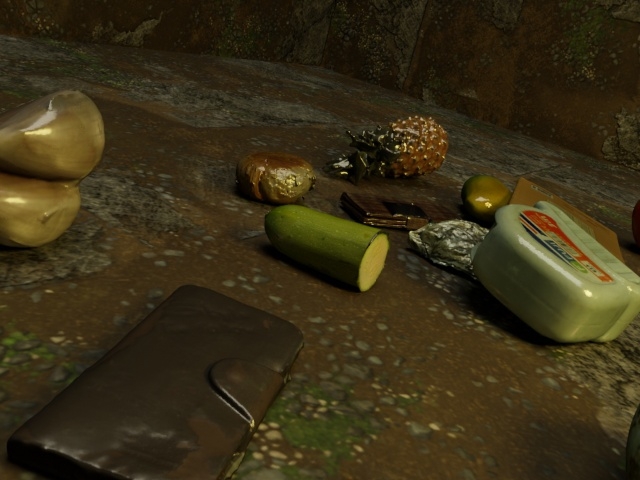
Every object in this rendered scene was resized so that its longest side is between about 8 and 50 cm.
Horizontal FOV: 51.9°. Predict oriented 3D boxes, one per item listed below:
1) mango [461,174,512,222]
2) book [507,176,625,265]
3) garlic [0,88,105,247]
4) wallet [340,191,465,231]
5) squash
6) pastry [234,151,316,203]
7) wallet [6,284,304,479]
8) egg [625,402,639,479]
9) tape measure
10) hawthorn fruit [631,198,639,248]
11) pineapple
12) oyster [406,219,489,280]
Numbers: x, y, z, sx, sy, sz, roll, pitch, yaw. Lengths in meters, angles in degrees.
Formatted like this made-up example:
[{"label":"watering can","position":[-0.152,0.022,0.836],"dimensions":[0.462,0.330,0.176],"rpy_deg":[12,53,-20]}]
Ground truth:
[{"label":"mango","position":[0.375,-0.087,1.472],"dimensions":[0.122,0.085,0.191],"rpy_deg":[30,29,-4]},{"label":"book","position":[0.523,-0.029,1.398],"dimensions":[0.269,0.032,0.389],"rpy_deg":[34,24,10]},{"label":"garlic","position":[-0.392,-0.099,0.790],"dimensions":[0.238,0.210,0.292],"rpy_deg":[12,11,-26]},{"label":"wallet","position":[0.163,-0.054,1.287],"dimensions":[0.230,0.042,0.124],"rpy_deg":[7,19,-25]},{"label":"squash","position":[0.000,0.000,0.966],"dimensions":[0.188,0.095,0.095],"rpy_deg":[21,21,25]},{"label":"pastry","position":[-0.086,-0.118,1.223],"dimensions":[0.153,0.081,0.153],"rpy_deg":[14,24,-6]},{"label":"wallet","position":[-0.123,0.126,0.610],"dimensions":[0.165,0.042,0.309],"rpy_deg":[17,20,9]},{"label":"egg","position":[0.370,0.194,0.595],"dimensions":[0.231,0.169,0.169],"rpy_deg":[-18,36,-33]},{"label":"tape measure","position":[0.345,0.048,0.997],"dimensions":[0.246,0.125,0.243],"rpy_deg":[0,36,-38]},{"label":"hawthorn fruit","position":[0.793,-0.030,1.502],"dimensions":[0.169,0.168,0.188],"rpy_deg":[25,34,26]},{"label":"pineapple","position":[0.150,-0.212,1.553],"dimensions":[0.341,0.169,0.169],"rpy_deg":[-12,33,-39]},{"label":"oyster","position":[0.246,0.019,1.133],"dimensions":[0.125,0.064,0.177],"rpy_deg":[-25,52,-40]}]
